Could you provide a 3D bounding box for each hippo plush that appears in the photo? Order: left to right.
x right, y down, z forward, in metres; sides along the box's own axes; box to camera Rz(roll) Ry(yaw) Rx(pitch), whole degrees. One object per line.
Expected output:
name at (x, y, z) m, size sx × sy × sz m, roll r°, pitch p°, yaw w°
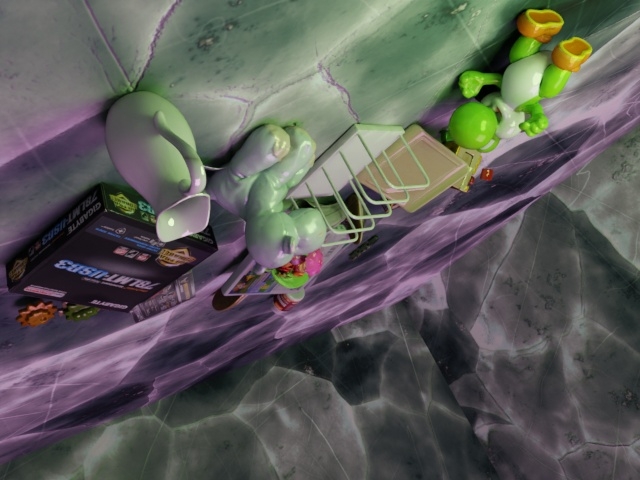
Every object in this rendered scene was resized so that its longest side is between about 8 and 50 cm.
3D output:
hippo plush at (-0.093, -0.075, 1.272) m, size 0.294 × 0.236 × 0.234 m, roll -15°, pitch 160°, yaw -39°

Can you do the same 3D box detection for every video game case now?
video game case at (-0.097, 0.059, 1.920) m, size 0.300 × 0.036 × 0.329 m, roll 2°, pitch 141°, yaw -43°

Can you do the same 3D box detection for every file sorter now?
file sorter at (0.089, -0.126, 1.546) m, size 0.193 × 0.173 × 0.278 m, roll -9°, pitch 156°, yaw -49°

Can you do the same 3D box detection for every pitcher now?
pitcher at (-0.228, -0.127, 0.931) m, size 0.125 × 0.207 × 0.178 m, roll -18°, pitch 161°, yaw -33°

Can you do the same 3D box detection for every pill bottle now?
pill bottle at (-0.130, 0.222, 2.448) m, size 0.086 × 0.086 × 0.152 m, roll -15°, pitch 159°, yaw -40°

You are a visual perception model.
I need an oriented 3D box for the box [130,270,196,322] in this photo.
box at (-0.429, 0.130, 1.700) m, size 0.183 × 0.056 × 0.231 m, roll -24°, pitch 164°, yaw -16°

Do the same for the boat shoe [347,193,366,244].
boat shoe at (0.113, -0.063, 1.877) m, size 0.049 × 0.056 × 0.152 m, roll -24°, pitch 122°, yaw -43°

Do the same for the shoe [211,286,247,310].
shoe at (-0.255, 0.160, 2.052) m, size 0.219 × 0.076 × 0.058 m, roll -36°, pitch 157°, yaw 18°

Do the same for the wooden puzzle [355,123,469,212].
wooden puzzle at (0.241, -0.188, 1.693) m, size 0.221 × 0.044 × 0.239 m, roll -37°, pitch 133°, yaw 29°

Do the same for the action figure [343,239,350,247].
action figure at (0.000, 0.000, 2.003) m, size 0.232 × 0.063 × 0.137 m, roll -4°, pitch 154°, yaw -43°

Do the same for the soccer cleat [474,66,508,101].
soccer cleat at (0.452, -0.391, 1.551) m, size 0.179 × 0.060 × 0.072 m, roll -24°, pitch 142°, yaw -5°

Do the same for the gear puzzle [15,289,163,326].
gear puzzle at (-0.517, 0.126, 1.464) m, size 0.339 × 0.044 × 0.175 m, roll -18°, pitch 145°, yaw -23°

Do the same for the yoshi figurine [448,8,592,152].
yoshi figurine at (0.409, -0.317, 1.423) m, size 0.203 × 0.203 × 0.362 m, roll 18°, pitch 143°, yaw -9°

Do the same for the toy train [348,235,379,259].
toy train at (0.165, 0.029, 2.449) m, size 0.158 × 0.027 × 0.036 m, roll -40°, pitch 172°, yaw 34°

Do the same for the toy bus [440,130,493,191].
toy bus at (0.389, -0.240, 1.801) m, size 0.202 × 0.191 × 0.104 m, roll -25°, pitch -156°, yaw -18°

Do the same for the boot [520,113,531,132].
boot at (0.498, -0.355, 1.714) m, size 0.161 × 0.083 × 0.246 m, roll -22°, pitch 157°, yaw -5°

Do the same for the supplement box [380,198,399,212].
supplement box at (0.239, -0.130, 2.030) m, size 0.083 × 0.043 × 0.055 m, roll -22°, pitch 162°, yaw -22°

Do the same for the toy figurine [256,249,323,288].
toy figurine at (-0.066, 0.050, 1.707) m, size 0.173 × 0.130 × 0.159 m, roll 18°, pitch 162°, yaw -24°

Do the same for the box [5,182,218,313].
box at (-0.409, 0.032, 1.282) m, size 0.293 × 0.073 × 0.295 m, roll -35°, pitch 149°, yaw 21°

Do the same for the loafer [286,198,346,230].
loafer at (-0.022, -0.062, 1.688) m, size 0.112 × 0.111 × 0.319 m, roll -28°, pitch -176°, yaw 28°

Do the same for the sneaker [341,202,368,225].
sneaker at (0.107, -0.066, 1.985) m, size 0.047 × 0.057 × 0.119 m, roll -17°, pitch 162°, yaw -41°
